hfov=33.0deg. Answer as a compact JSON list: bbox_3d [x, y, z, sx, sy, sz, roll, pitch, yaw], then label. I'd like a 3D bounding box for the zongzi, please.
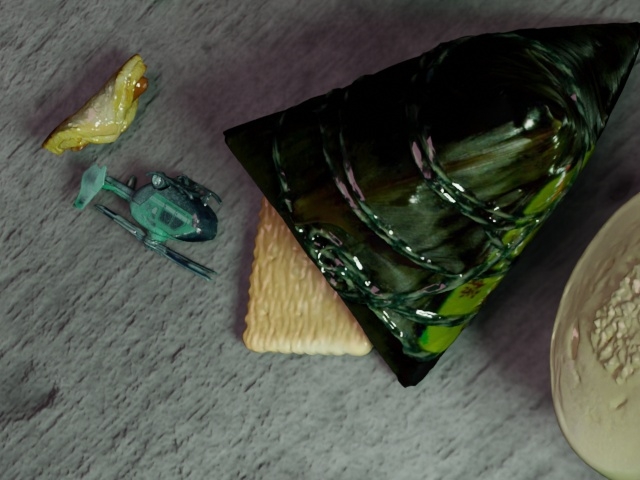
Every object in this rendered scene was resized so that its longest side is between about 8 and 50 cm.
[{"bbox_3d":[0.152,-0.093,1.024,0.319,0.362,0.383,56,136,2],"label":"zongzi"}]

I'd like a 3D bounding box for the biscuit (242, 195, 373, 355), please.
[{"bbox_3d":[0.001,0.000,1.159,0.160,0.030,0.250,-2,72,29],"label":"biscuit"}]

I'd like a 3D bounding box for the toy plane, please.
[{"bbox_3d":[-0.197,-0.039,1.270,0.235,0.060,0.096,29,101,29],"label":"toy plane"}]

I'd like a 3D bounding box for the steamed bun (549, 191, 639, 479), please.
[{"bbox_3d":[0.294,0.093,0.874,0.154,0.200,0.250,2,69,54],"label":"steamed bun"}]

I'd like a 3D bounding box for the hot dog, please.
[{"bbox_3d":[-0.268,-0.153,1.339,0.169,0.061,0.078,-41,16,9],"label":"hot dog"}]
